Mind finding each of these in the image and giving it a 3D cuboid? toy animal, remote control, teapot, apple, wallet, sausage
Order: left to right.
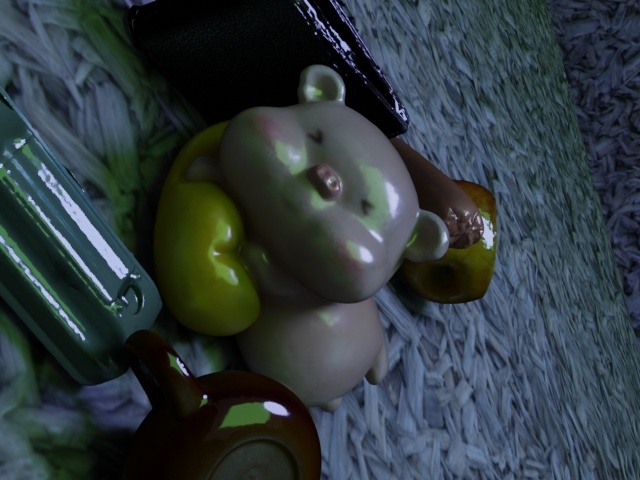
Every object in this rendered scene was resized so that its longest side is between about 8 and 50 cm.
[{"bbox_3d":[-0.243,-0.038,0.778,0.335,0.066,0.128,56,31,-24],"label":"remote control"},{"bbox_3d":[-0.101,0.176,0.823,0.178,0.135,0.252,-40,118,-29],"label":"teapot"},{"bbox_3d":[-0.054,-0.183,1.074,0.262,0.221,0.071,48,43,-37],"label":"wallet"},{"bbox_3d":[-0.008,0.008,0.986,0.277,0.247,0.345,-26,94,-62],"label":"toy animal"},{"bbox_3d":[0.124,-0.078,1.367,0.086,0.086,0.289,44,4,-41],"label":"sausage"},{"bbox_3d":[0.187,-0.001,1.458,0.195,0.160,0.173,102,11,-48],"label":"apple"}]

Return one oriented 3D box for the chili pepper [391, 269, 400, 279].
[{"bbox_3d":[0.054,0.004,1.296,0.216,0.108,0.062,56,21,-55],"label":"chili pepper"}]
